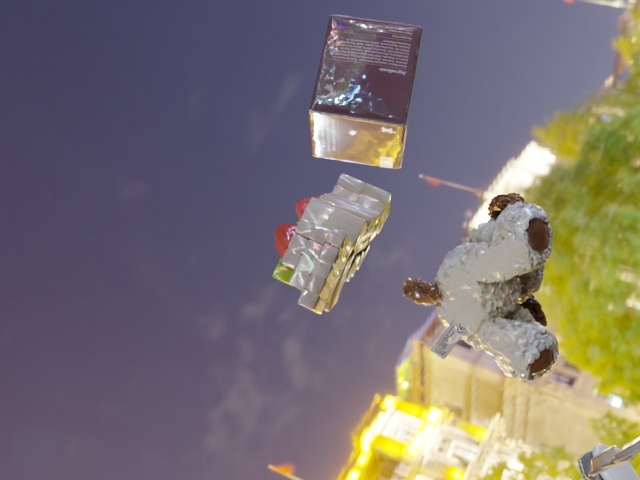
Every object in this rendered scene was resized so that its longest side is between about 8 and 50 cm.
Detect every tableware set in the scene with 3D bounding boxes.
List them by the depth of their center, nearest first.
[{"bbox_3d":[0.298,0.256,0.973,0.169,0.020,0.141,-30,-14,-13],"label":"tableware set"}]

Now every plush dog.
[{"bbox_3d":[0.260,0.054,1.332,0.225,0.211,0.262,-30,-63,-56],"label":"plush dog"}]

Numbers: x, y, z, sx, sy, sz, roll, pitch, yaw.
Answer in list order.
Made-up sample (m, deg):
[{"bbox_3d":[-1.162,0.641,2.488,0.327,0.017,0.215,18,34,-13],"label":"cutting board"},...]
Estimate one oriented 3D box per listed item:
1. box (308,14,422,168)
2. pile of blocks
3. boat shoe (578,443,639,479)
[{"bbox_3d":[0.080,-0.262,1.584,0.168,0.167,0.203,87,-166,-68],"label":"box"},{"bbox_3d":[0.000,0.000,1.276,0.149,0.113,0.362,-70,-11,20],"label":"pile of blocks"},{"bbox_3d":[0.469,0.423,1.373,0.305,0.091,0.109,47,-149,-27],"label":"boat shoe"}]
